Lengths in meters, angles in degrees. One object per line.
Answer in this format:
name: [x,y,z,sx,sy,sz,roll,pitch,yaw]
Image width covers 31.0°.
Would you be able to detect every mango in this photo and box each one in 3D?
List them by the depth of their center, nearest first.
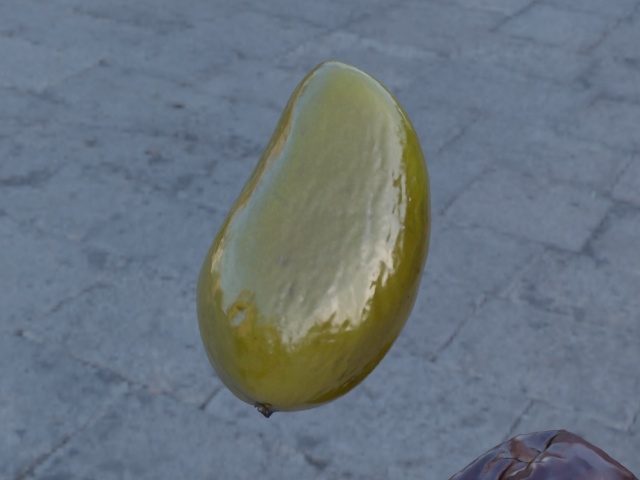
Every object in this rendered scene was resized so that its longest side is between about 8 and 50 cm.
mango: [0.006,0.006,1.078,0.195,0.332,0.142,27,-7,1]

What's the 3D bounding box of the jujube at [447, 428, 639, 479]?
jujube: [0.220,0.401,1.339,0.377,0.276,0.276,-40,44,-16]
